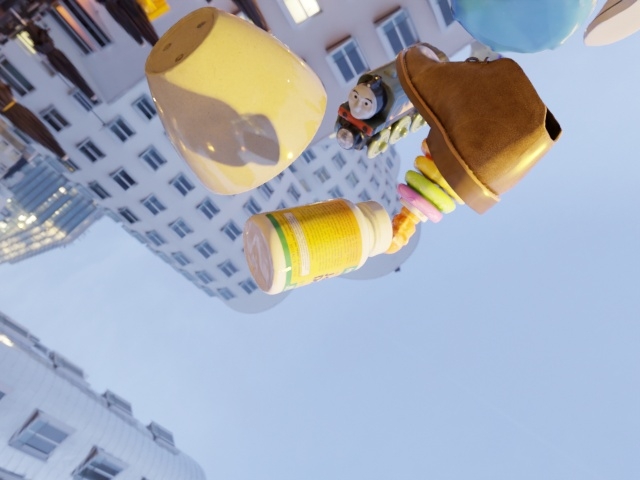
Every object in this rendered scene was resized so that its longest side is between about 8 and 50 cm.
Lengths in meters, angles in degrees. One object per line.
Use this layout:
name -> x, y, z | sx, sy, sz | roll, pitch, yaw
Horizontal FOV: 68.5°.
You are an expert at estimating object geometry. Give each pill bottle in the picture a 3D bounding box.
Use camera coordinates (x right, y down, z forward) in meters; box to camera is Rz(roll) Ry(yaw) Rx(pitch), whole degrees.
pill bottle -> 0.000, 0.000, 0.708 | 0.208, 0.118, 0.117 | -14, -154, -28

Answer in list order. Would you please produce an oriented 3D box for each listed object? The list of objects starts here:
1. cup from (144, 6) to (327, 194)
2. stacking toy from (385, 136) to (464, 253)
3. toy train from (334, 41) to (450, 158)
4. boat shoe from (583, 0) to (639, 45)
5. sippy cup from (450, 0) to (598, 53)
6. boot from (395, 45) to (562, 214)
cup -> -0.186, -0.289, 0.898 | 0.330, 0.237, 0.332 | -17, -128, 23
stacking toy -> 0.213, -0.096, 0.898 | 0.302, 0.165, 0.175 | -51, 176, 9
toy train -> 0.162, -0.322, 1.064 | 0.142, 0.190, 0.333 | 40, -129, 18
boat shoe -> 0.648, -0.509, 0.962 | 0.096, 0.267, 0.088 | 4, -104, -7
sippy cup -> 0.277, -0.372, 0.585 | 0.224, 0.239, 0.305 | -64, -170, -11
boot -> 0.170, -0.164, 0.540 | 0.115, 0.112, 0.306 | -42, -145, 27
